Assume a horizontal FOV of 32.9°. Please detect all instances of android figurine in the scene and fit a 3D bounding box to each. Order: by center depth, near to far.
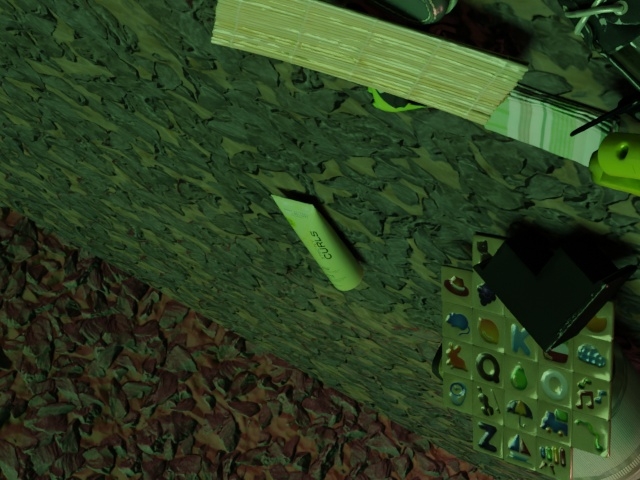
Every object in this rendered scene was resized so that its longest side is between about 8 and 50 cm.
[{"bbox_3d":[0.381,-0.044,1.008,0.248,0.056,0.273,15,-177,-25],"label":"android figurine"}]

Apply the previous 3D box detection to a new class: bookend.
[{"bbox_3d":[0.305,0.037,1.434,0.157,0.072,0.156,51,140,21],"label":"bookend"}]

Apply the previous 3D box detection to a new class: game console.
[{"bbox_3d":[0.318,-0.113,1.024,0.107,0.071,0.122,31,163,-10],"label":"game console"}]

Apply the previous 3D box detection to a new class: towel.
[{"bbox_3d":[0.247,-0.123,1.186,0.152,0.023,0.113,22,161,19],"label":"towel"}]

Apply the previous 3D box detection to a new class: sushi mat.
[{"bbox_3d":[0.044,-0.192,1.107,0.316,0.019,0.151,17,162,-2],"label":"sushi mat"}]

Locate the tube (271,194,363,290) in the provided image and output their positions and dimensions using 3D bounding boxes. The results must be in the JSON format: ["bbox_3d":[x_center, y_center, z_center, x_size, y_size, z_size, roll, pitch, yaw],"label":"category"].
[{"bbox_3d":[0.000,0.000,1.863,0.070,0.062,0.240,-22,138,13],"label":"tube"}]

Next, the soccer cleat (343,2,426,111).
[{"bbox_3d":[0.071,-0.201,1.189,0.072,0.060,0.179,1,155,24],"label":"soccer cleat"}]

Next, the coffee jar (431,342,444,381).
[{"bbox_3d":[0.291,0.227,2.001,0.079,0.096,0.184,41,158,-28],"label":"coffee jar"}]

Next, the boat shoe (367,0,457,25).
[{"bbox_3d":[-0.019,-0.280,1.008,0.319,0.099,0.116,32,160,-15],"label":"boat shoe"}]

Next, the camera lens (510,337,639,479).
[{"bbox_3d":[0.402,0.258,1.711,0.219,0.219,0.274,13,157,41],"label":"camera lens"}]

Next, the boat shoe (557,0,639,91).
[{"bbox_3d":[0.256,-0.186,0.872,0.302,0.091,0.114,32,162,-14],"label":"boat shoe"}]

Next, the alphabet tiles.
[{"bbox_3d":[0.291,0.168,1.563,0.285,0.342,0.011,12,-160,43],"label":"alphabet tiles"}]
